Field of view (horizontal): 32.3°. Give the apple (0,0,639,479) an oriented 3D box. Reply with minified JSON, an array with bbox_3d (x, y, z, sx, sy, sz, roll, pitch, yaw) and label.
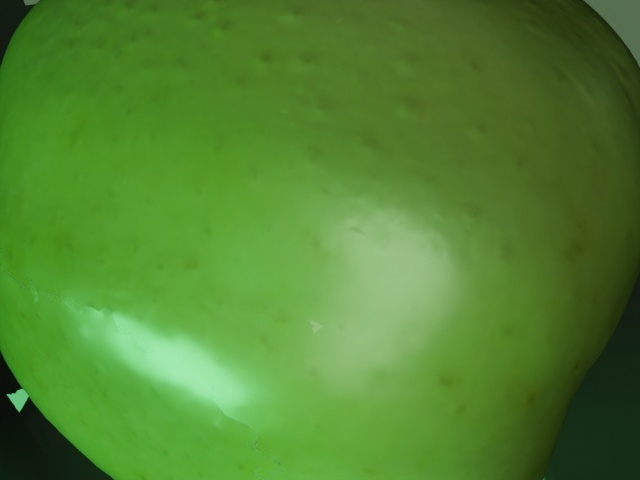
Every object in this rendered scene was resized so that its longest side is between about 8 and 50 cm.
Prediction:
[{"bbox_3d":[0.000,0.000,0.596,0.357,0.357,0.357,0,105,1],"label":"apple"}]
